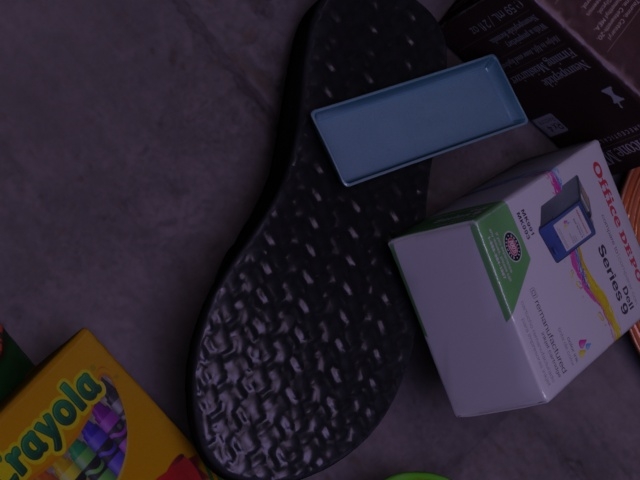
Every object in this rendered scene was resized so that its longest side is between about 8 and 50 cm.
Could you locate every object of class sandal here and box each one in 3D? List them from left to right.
[{"bbox_3d":[0.002,0.000,1.319,0.168,0.107,0.445,25,63,-15],"label":"sandal"}]

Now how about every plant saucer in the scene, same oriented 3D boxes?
[{"bbox_3d":[0.080,-0.097,1.319,0.192,0.018,0.067,-20,81,-30],"label":"plant saucer"}]

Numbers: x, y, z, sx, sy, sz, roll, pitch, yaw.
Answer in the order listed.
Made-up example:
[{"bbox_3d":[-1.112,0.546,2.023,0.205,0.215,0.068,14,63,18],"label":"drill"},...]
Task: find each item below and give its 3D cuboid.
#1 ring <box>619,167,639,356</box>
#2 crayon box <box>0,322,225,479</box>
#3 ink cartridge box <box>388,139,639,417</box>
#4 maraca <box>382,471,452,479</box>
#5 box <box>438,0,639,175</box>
[{"bbox_3d":[0.410,0.021,1.481,0.337,0.032,0.336,2,83,-18],"label":"ring"},{"bbox_3d":[-0.170,0.208,1.185,0.318,0.081,0.202,48,39,-8],"label":"crayon box"},{"bbox_3d":[0.169,0.027,1.316,0.212,0.093,0.154,-30,101,-50],"label":"ink cartridge box"},{"bbox_3d":[0.063,0.272,1.298,0.127,0.099,0.185,13,97,-17],"label":"maraca"},{"bbox_3d":[0.243,-0.187,1.377,0.203,0.168,0.167,41,72,-9],"label":"box"}]
